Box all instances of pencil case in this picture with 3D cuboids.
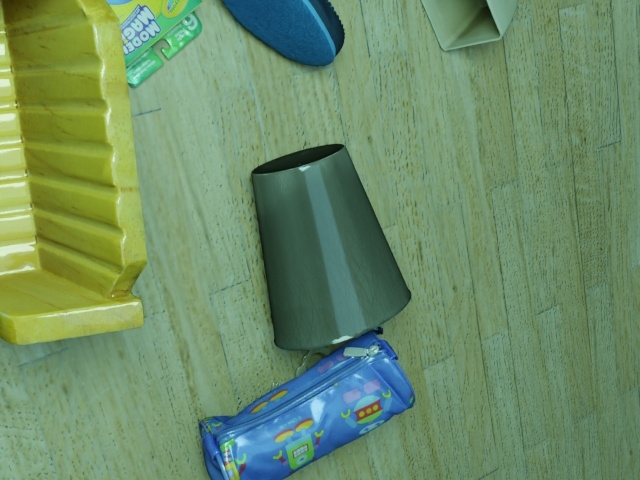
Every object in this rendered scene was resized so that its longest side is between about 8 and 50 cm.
[{"bbox_3d":[-0.016,0.233,1.011,0.306,0.119,0.133,-26,135,-16],"label":"pencil case"}]

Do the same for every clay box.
[{"bbox_3d":[-0.233,-0.297,0.841,0.127,0.053,0.222,-46,117,-15],"label":"clay box"}]

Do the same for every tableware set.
[{"bbox_3d":[0.002,0.230,1.100,0.168,0.020,0.141,35,82,-31],"label":"tableware set"}]

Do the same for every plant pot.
[{"bbox_3d":[0.221,-0.350,1.068,0.096,0.109,0.109,-44,118,-29],"label":"plant pot"}]

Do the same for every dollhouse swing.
[{"bbox_3d":[-0.378,-0.077,0.682,0.304,0.315,0.347,-13,107,-39],"label":"dollhouse swing"}]

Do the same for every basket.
[{"bbox_3d":[0.000,0.000,0.983,0.204,0.154,0.227,-24,107,-22],"label":"basket"}]

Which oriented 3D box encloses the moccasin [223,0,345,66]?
[{"bbox_3d":[-0.073,-0.350,0.866,0.342,0.137,0.117,44,59,-39],"label":"moccasin"}]
